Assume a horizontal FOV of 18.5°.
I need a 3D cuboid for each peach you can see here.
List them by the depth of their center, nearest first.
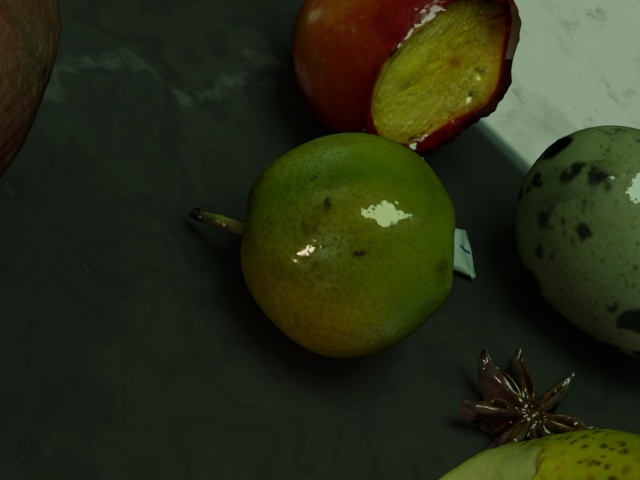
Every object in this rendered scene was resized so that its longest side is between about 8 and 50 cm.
[{"bbox_3d":[0.079,-0.167,1.730,0.196,0.190,0.226,37,31,-20],"label":"peach"}]

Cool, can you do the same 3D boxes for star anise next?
[{"bbox_3d":[0.171,0.147,1.622,0.141,0.042,0.141,19,45,-20],"label":"star anise"}]

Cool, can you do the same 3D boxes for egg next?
[{"bbox_3d":[0.273,0.006,1.736,0.228,0.177,0.177,53,39,-4],"label":"egg"}]

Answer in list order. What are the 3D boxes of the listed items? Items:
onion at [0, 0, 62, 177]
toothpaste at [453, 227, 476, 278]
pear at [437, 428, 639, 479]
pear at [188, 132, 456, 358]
[{"bbox_3d":[-0.341,-0.144,1.305,0.353,0.353,0.353,22,42,-22],"label":"onion"},{"bbox_3d":[0.047,-0.013,1.685,0.218,0.033,0.052,16,48,-31],"label":"toothpaste"},{"bbox_3d":[0.165,0.243,1.370,0.159,0.292,0.292,36,38,-21],"label":"pear"},{"bbox_3d":[0.000,0.000,1.544,0.216,0.166,0.180,8,56,1],"label":"pear"}]
